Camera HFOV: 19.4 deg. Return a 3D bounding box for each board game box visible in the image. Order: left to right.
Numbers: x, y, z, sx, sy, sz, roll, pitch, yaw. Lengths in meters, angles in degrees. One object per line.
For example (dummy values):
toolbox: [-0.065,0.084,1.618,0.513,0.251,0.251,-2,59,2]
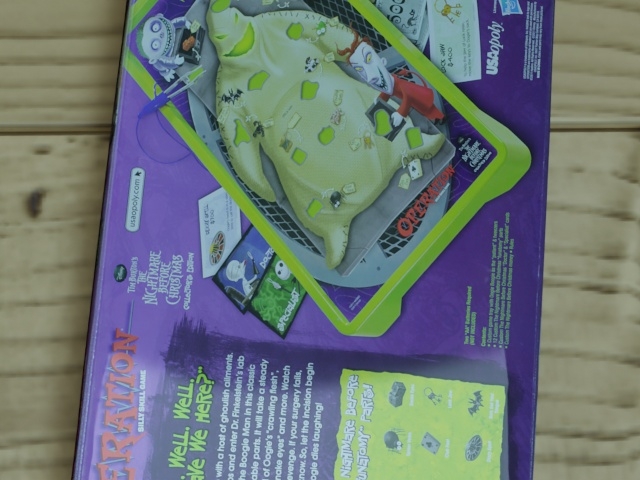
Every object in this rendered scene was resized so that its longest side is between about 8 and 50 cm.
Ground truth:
board game box: [0.000,0.000,0.878,0.208,0.056,0.346,9,73,-11]
